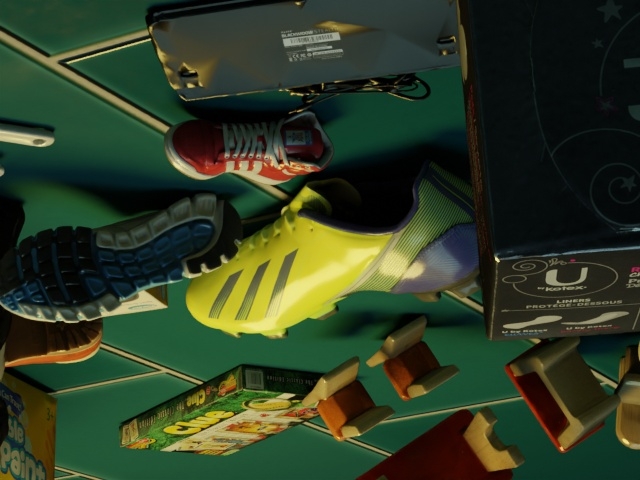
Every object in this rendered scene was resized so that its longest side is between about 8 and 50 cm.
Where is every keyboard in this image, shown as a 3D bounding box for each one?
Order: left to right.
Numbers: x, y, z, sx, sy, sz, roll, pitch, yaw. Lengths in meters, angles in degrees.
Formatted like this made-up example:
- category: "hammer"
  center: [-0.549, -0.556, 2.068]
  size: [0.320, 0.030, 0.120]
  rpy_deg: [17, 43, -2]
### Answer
- category: "keyboard"
  center: [-0.002, -0.123, 1.193]
  size: [0.192, 0.038, 0.100]
  rpy_deg: [-5, 138, 9]

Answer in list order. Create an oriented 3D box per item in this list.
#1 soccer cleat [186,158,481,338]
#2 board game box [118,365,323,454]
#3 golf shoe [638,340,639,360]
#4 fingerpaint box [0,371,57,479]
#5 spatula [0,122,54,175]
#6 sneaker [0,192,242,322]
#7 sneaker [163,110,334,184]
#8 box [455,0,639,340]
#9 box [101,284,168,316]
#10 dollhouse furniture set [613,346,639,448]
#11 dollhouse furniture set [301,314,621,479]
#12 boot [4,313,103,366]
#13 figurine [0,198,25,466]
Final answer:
- category: "soccer cleat"
  center: [0.001, -0.001, 1.490]
  size: [0.289, 0.093, 0.121]
  rpy_deg: [-13, 129, 38]
- category: "board game box"
  center: [-0.090, 0.179, 2.059]
  size: [0.136, 0.030, 0.259]
  rpy_deg: [11, 157, -30]
- category: "golf shoe"
  center: [0.293, 0.038, 1.632]
  size: [0.120, 0.105, 0.273]
  rpy_deg: [14, 154, -1]
- category: "fingerpaint box"
  center: [-0.391, 0.275, 1.755]
  size: [0.163, 0.371, 0.445]
  rpy_deg: [-7, 160, 16]
- category: "spatula"
  center: [-0.316, -0.063, 1.326]
  size: [0.242, 0.019, 0.168]
  rpy_deg: [8, 153, -32]
- category: "sneaker"
  center: [-0.155, 0.018, 1.468]
  size: [0.190, 0.071, 0.083]
  rpy_deg: [-14, 180, -24]
- category: "sneaker"
  center: [-0.043, -0.064, 1.322]
  size: [0.067, 0.042, 0.118]
  rpy_deg: [-15, 166, 42]
- category: "box"
  center: [0.148, -0.092, 0.950]
  size: [0.163, 0.247, 0.142]
  rpy_deg: [-5, 162, 3]
- category: "box"
  center: [-0.180, 0.036, 1.619]
  size: [0.081, 0.028, 0.136]
  rpy_deg: [-9, 159, 15]
- category: "dollhouse furniture set"
  center: [0.397, 0.172, 1.856]
  size: [0.242, 0.161, 0.212]
  rpy_deg: [6, 162, 2]
- category: "dollhouse furniture set"
  center: [0.142, 0.197, 1.841]
  size: [0.259, 0.262, 0.135]
  rpy_deg: [-30, 173, -21]
- category: "boot"
  center: [-0.264, 0.088, 1.717]
  size: [0.158, 0.059, 0.084]
  rpy_deg: [-3, 166, -3]
- category: "figurine"
  center: [-0.273, 0.099, 1.506]
  size: [0.092, 0.209, 0.215]
  rpy_deg: [1, 161, -11]
